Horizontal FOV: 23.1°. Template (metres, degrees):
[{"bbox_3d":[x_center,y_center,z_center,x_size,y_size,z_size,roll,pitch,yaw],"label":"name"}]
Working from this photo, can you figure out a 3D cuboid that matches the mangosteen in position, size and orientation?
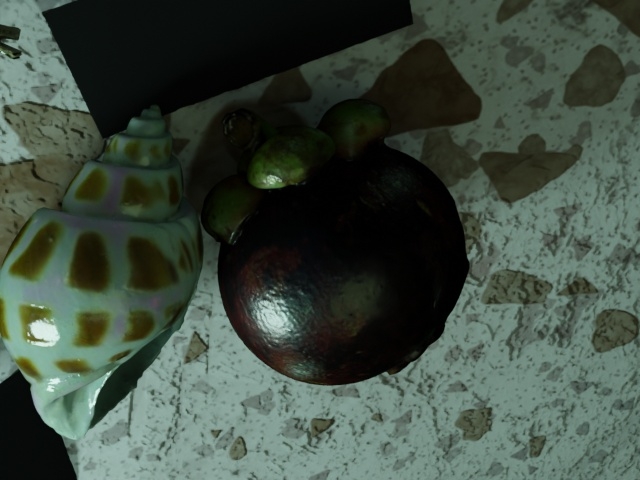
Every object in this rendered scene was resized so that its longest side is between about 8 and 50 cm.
[{"bbox_3d":[0.014,0.012,1.740,0.311,0.311,0.311,-10,129,-13],"label":"mangosteen"}]

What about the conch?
[{"bbox_3d":[-0.232,0.040,1.722,0.368,0.197,0.249,-47,160,19],"label":"conch"}]

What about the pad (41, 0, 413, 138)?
[{"bbox_3d":[-0.084,-0.231,1.625,0.368,0.007,0.247,-21,153,-2],"label":"pad"}]

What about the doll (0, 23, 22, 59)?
[{"bbox_3d":[-0.405,-0.189,1.532,0.221,0.105,0.115,-17,168,-6],"label":"doll"}]

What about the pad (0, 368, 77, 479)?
[{"bbox_3d":[-0.386,0.267,1.903,0.159,0.009,0.265,-36,145,-24],"label":"pad"}]
